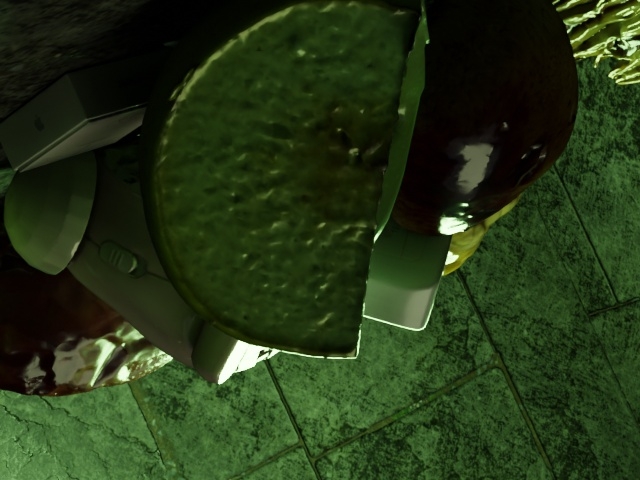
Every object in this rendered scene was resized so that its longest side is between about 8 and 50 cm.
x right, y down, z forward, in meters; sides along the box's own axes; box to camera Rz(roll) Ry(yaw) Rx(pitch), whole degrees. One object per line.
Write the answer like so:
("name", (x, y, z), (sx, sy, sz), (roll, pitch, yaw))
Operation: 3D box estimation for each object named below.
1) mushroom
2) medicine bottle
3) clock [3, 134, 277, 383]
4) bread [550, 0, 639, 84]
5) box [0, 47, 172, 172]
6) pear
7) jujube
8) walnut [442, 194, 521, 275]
("mushroom", (0.133, -0.163, 1.802), (0.356, 0.331, 0.334), (9, -126, 33))
("medicine bottle", (0.000, 0.000, 1.894), (0.179, 0.324, 0.124), (-70, 176, -52))
("clock", (-0.166, 0.000, 1.679), (0.184, 0.326, 0.342), (-59, 167, 12))
("bread", (0.530, -0.365, 2.103), (0.370, 0.191, 0.314), (-25, 178, -30))
("box", (-0.213, -0.122, 1.370), (0.129, 0.051, 0.130), (-27, 178, 44))
("pear", (-0.031, -0.105, 1.331), (0.239, 0.342, 0.318), (10, -158, -1))
("jujube", (-0.316, 0.067, 1.980), (0.377, 0.276, 0.276), (-22, 177, -39))
("walnut", (0.117, -0.107, 2.127), (0.354, 0.308, 0.398), (-55, 157, 16))
